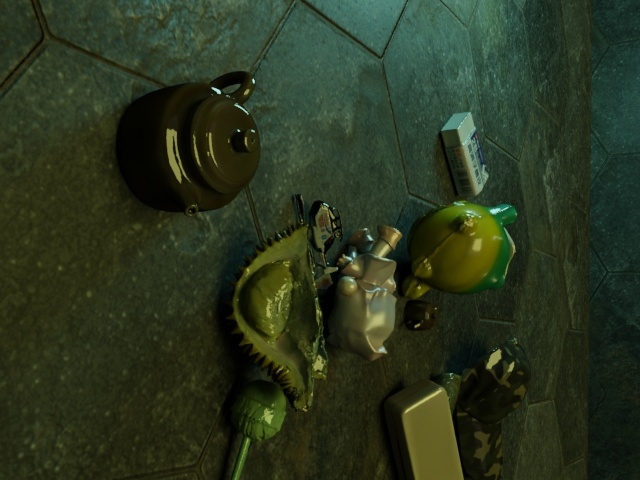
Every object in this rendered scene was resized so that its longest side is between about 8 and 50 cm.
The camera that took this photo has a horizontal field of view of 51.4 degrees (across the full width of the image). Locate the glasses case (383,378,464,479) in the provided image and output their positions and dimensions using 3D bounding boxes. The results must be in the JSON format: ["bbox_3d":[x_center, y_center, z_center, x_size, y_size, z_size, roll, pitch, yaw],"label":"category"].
[{"bbox_3d":[0.249,0.503,1.567,0.144,0.076,0.336,-21,108,-28],"label":"glasses case"}]

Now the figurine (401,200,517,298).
[{"bbox_3d":[0.348,0.028,1.631,0.231,0.323,0.340,50,20,24],"label":"figurine"}]

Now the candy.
[{"bbox_3d":[-0.137,0.390,1.072,0.092,0.093,0.335,20,78,-9],"label":"candy"}]

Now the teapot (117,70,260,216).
[{"bbox_3d":[-0.160,-0.144,0.956,0.185,0.176,0.267,49,50,-46],"label":"teapot"}]

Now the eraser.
[{"bbox_3d":[0.406,-0.241,1.874,0.124,0.068,0.210,-49,126,-44],"label":"eraser"}]

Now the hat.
[{"bbox_3d":[0.517,0.486,1.903,0.366,0.257,0.381,-16,83,-53],"label":"hat"}]

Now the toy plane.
[{"bbox_3d":[0.001,0.000,1.286,0.078,0.053,0.196,-12,106,-19],"label":"toy plane"}]

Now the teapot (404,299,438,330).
[{"bbox_3d":[0.248,0.187,1.625,0.121,0.068,0.076,-31,114,-52],"label":"teapot"}]

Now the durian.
[{"bbox_3d":[-0.053,0.132,1.097,0.172,0.167,0.306,26,56,-56],"label":"durian"}]

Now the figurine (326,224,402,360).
[{"bbox_3d":[0.093,0.103,1.346,0.200,0.133,0.275,58,41,-67],"label":"figurine"}]

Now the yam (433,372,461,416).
[{"bbox_3d":[0.307,0.417,1.697,0.078,0.078,0.179,59,45,-36],"label":"yam"}]
